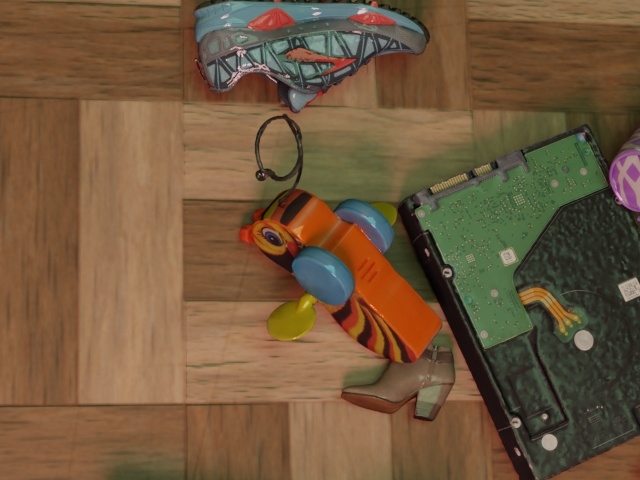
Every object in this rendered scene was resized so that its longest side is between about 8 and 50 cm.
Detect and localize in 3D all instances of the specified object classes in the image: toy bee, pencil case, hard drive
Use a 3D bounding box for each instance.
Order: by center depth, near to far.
[{"bbox_3d":[0.000,0.000,1.552,0.195,0.162,0.298,-26,103,-34],"label":"toy bee"},{"bbox_3d":[0.257,0.067,1.613,0.236,0.064,0.339,-23,83,-15],"label":"hard drive"},{"bbox_3d":[0.399,-0.111,1.644,0.086,0.088,0.206,16,42,35],"label":"pencil case"}]

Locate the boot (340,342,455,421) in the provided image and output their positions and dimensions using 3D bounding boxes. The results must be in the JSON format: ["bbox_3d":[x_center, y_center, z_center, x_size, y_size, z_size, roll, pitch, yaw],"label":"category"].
[{"bbox_3d":[0.086,0.143,1.579,0.118,0.042,0.087,16,68,-8],"label":"boot"}]

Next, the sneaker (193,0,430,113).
[{"bbox_3d":[-0.010,-0.203,1.622,0.261,0.104,0.125,0,94,-6],"label":"sneaker"}]
